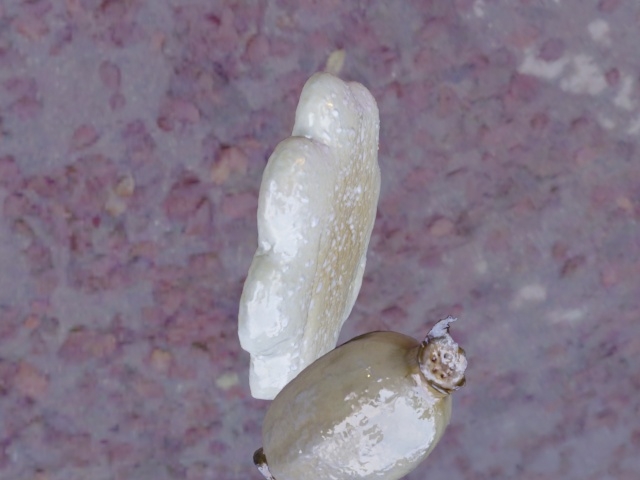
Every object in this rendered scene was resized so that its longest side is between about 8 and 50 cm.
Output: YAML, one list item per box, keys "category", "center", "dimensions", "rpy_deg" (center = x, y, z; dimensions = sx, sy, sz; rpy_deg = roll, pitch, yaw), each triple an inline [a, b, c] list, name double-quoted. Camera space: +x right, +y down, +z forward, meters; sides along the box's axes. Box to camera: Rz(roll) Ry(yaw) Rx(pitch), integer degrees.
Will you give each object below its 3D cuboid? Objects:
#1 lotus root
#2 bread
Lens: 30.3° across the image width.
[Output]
- category: "lotus root"
  center: [0.019, 0.089, 0.590]
  dimensions: [0.150, 0.073, 0.062]
  rpy_deg: [-39, 162, 36]
- category: "bread"
  center: [0.000, 0.000, 1.056]
  dimensions: [0.054, 0.316, 0.316]
  rpy_deg: [13, 129, 14]
